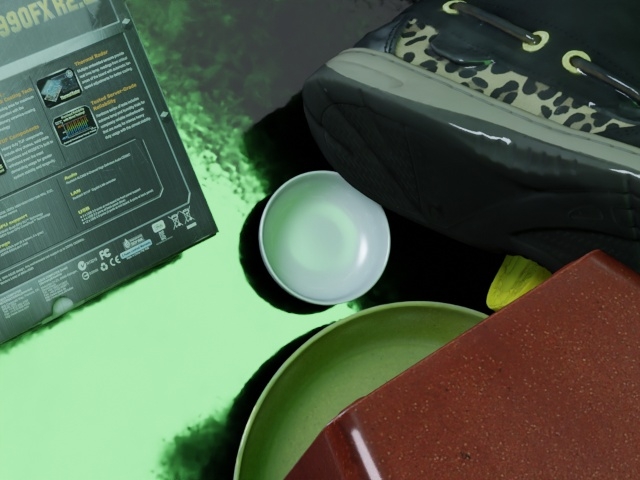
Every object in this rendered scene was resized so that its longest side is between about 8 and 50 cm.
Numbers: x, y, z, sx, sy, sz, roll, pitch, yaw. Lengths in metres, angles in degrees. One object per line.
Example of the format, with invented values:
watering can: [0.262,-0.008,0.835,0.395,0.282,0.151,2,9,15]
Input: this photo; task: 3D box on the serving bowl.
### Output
serving bowl: [0.000,0.000,1.030,0.083,0.027,0.083,3,81,-16]

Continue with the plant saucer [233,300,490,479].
plant saucer: [0.059,0.158,1.018,0.241,0.037,0.241,3,81,-16]

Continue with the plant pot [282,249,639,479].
plant pot: [0.122,0.166,0.894,0.267,0.267,0.236,-32,79,-19]

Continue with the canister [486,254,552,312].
canister: [0.208,0.036,1.065,0.170,0.073,0.126,34,73,-11]

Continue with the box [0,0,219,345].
box: [-0.187,-0.040,0.916,0.231,0.056,0.183,-29,101,-36]

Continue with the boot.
boot: [0.213,-0.093,0.978,0.377,0.138,0.284,23,57,29]
